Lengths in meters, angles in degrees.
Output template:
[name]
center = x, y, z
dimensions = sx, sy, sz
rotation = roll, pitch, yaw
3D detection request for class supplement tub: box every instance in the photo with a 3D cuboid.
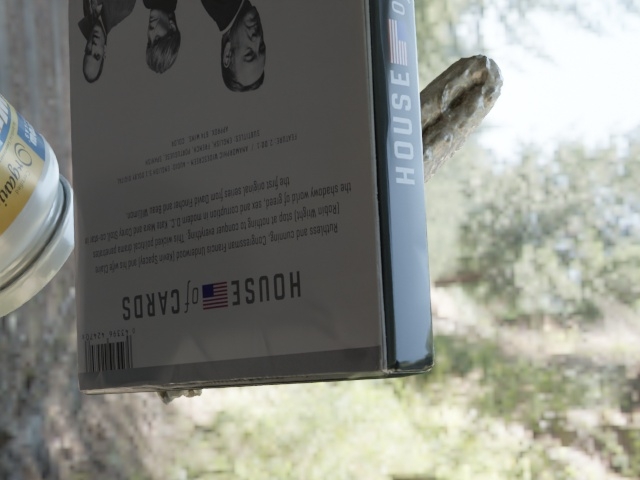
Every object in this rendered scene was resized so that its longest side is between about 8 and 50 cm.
[supplement tub]
center = -0.268, -0.051, 0.980
dimensions = 0.199, 0.144, 0.144
rotation = 49, 26, -36

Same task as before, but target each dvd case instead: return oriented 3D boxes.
[dvd case]
center = -0.035, -0.065, 0.545
dimensions = 0.179, 0.029, 0.238
rotation = -9, -99, 48

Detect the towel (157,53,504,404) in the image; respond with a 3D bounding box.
[towel]
center = 0.000, 0.000, 0.938
dimensions = 0.049, 0.282, 0.187
rotation = 46, -11, 0
